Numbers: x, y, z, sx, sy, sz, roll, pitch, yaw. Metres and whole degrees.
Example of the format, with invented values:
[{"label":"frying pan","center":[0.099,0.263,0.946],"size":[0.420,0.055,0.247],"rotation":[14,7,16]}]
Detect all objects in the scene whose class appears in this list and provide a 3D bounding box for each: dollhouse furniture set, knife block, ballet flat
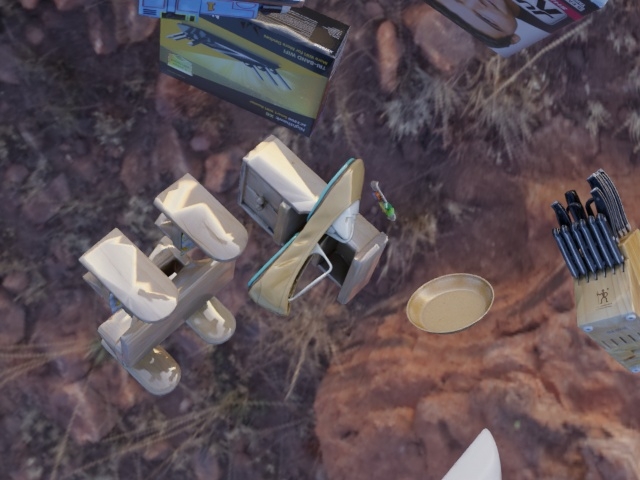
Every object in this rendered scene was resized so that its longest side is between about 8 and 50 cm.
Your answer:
[{"label":"dollhouse furniture set","center":[-0.130,0.069,1.444],"size":[0.256,0.394,0.362],"rotation":[42,156,12]},{"label":"knife block","center":[0.445,0.040,1.393],"size":[0.088,0.242,0.275],"rotation":[-20,140,36]},{"label":"ballet flat","center":[0.000,0.000,1.218],"size":[0.073,0.080,0.232],"rotation":[39,92,8]}]

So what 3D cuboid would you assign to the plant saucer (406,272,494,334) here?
[{"label":"plant saucer","center":[0.123,0.063,0.873],"size":[0.083,0.083,0.015],"rotation":[-7,125,21]}]

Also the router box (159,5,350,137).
[{"label":"router box","center":[-0.123,-0.328,1.603],"size":[0.308,0.081,0.243],"rotation":[24,152,2]}]

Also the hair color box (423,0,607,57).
[{"label":"hair color box","center":[0.227,-0.338,1.114],"size":[0.185,0.374,0.114],"rotation":[34,91,-5]}]

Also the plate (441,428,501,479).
[{"label":"plate","center":[0.152,0.405,1.082],"size":[0.045,0.278,0.277],"rotation":[12,118,32]}]

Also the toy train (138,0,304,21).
[{"label":"toy train","center":[-0.101,-0.273,0.946],"size":[0.184,0.080,0.105],"rotation":[3,157,-12]}]

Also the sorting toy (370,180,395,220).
[{"label":"sorting toy","center":[0.090,-0.056,1.350],"size":[0.012,0.083,0.062],"rotation":[-27,97,-2]}]
